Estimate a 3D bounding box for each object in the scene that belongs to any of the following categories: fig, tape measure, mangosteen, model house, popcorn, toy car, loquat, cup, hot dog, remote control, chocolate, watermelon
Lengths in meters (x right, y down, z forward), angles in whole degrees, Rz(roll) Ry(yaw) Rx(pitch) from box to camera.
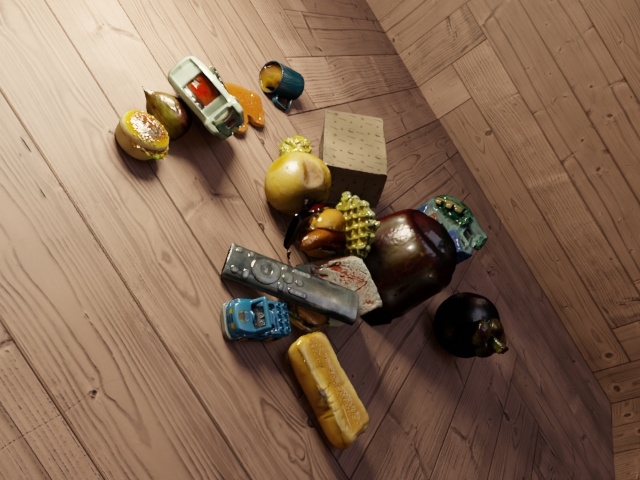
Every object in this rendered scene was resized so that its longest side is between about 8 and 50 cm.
[{"bbox_3d":[-0.408,-0.338,1.344,0.154,0.103,0.109,46,9,-34],"label":"fig"},{"bbox_3d":[-0.301,-0.389,1.419,0.246,0.125,0.243,51,-2,-8],"label":"tape measure"},{"bbox_3d":[0.587,0.341,1.970,0.275,0.275,0.302,24,7,-42],"label":"mangosteen"},{"bbox_3d":[0.507,-0.014,2.208,0.295,0.252,0.329,58,39,-3],"label":"model house"},{"bbox_3d":[-0.086,-0.302,1.745,0.106,0.116,0.120,34,82,-22],"label":"popcorn"},{"bbox_3d":[-0.146,0.193,1.277,0.191,0.100,0.097,10,60,-45],"label":"toy car"},{"bbox_3d":[-0.067,-0.170,1.574,0.213,0.213,0.213,33,41,-35],"label":"loquat"},{"bbox_3d":[-0.146,-0.568,1.896,0.113,0.150,0.138,36,19,31],"label":"cup"},{"bbox_3d":[0.003,-0.005,1.532,0.107,0.194,0.326,32,25,15],"label":"hot dog"},{"bbox_3d":[-0.073,0.117,1.364,0.377,0.044,0.107,23,45,-14],"label":"remote control"},{"bbox_3d":[0.283,0.068,1.750,0.384,0.331,0.383,32,44,-37],"label":"chocolate"},{"bbox_3d":[0.070,0.122,1.535,0.213,0.201,0.262,65,24,1],"label":"watermelon"}]

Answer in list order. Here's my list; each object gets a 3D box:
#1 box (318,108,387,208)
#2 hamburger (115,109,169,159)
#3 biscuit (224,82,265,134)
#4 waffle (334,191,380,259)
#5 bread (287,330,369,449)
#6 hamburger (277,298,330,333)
[{"bbox_3d":[0.108,-0.290,1.848,0.225,0.190,0.297,7,52,-6],"label":"box"},{"bbox_3d":[-0.432,-0.256,1.265,0.126,0.081,0.141,4,60,-52],"label":"hamburger"},{"bbox_3d":[-0.252,-0.419,1.680,0.192,0.036,0.186,2,65,-53],"label":"biscuit"},{"bbox_3d":[0.102,-0.030,1.642,0.054,0.223,0.204,3,36,-38],"label":"waffle"},{"bbox_3d":[0.016,0.388,1.347,0.142,0.091,0.305,-21,82,-55],"label":"bread"},{"bbox_3d":[-0.066,0.191,1.409,0.102,0.087,0.176,-33,87,-42],"label":"hamburger"}]
